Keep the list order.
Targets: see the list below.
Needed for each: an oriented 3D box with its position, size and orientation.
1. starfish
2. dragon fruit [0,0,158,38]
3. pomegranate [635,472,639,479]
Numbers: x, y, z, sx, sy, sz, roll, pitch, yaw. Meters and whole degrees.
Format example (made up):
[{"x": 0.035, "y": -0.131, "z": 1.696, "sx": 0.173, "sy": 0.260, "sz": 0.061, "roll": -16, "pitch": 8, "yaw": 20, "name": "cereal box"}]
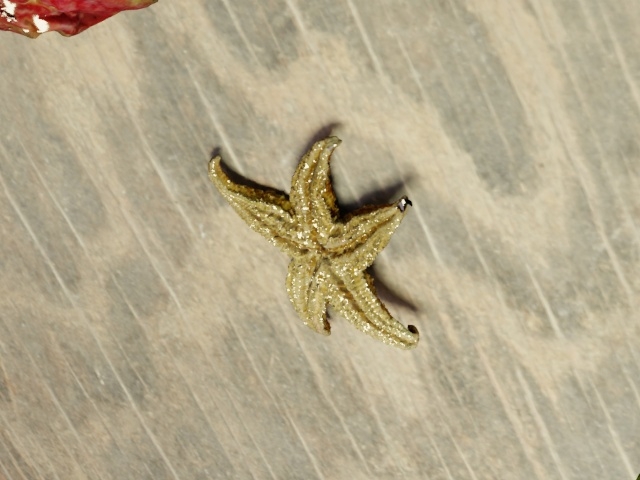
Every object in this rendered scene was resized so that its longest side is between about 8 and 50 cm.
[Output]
[{"x": 0.001, "y": -0.001, "z": 1.479, "sx": 0.240, "sy": 0.043, "sz": 0.227, "roll": 36, "pitch": 137, "yaw": 6, "name": "starfish"}, {"x": -0.161, "y": -0.297, "z": 1.123, "sx": 0.329, "sy": 0.329, "sz": 0.329, "roll": 19, "pitch": 136, "yaw": 19, "name": "dragon fruit"}, {"x": 0.340, "y": 0.236, "z": 1.397, "sx": 0.143, "sy": 0.122, "sz": 0.169, "roll": 83, "pitch": 161, "yaw": -45, "name": "pomegranate"}]
